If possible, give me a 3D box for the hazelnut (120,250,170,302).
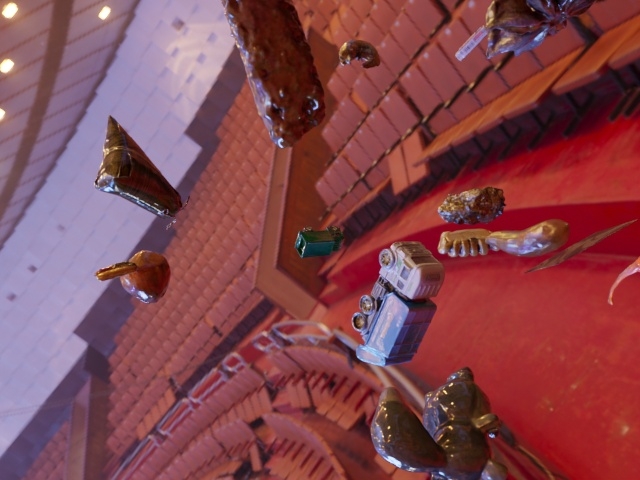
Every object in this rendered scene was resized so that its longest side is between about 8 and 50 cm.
[{"bbox_3d":[-0.595,0.125,2.092,0.182,0.182,0.182,-53,3,5],"label":"hazelnut"}]

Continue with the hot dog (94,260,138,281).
[{"bbox_3d":[-0.399,0.058,1.183,0.083,0.037,0.021,-19,-56,-27],"label":"hot dog"}]

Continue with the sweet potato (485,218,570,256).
[{"bbox_3d":[0.602,0.002,1.776,0.292,0.097,0.097,-17,33,56],"label":"sweet potato"}]

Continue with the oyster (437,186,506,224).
[{"bbox_3d":[0.383,-0.083,1.531,0.056,0.177,0.105,-100,16,-55],"label":"oyster"}]

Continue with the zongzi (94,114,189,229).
[{"bbox_3d":[-0.460,-0.188,1.591,0.111,0.248,0.241,-27,52,27],"label":"zongzi"}]

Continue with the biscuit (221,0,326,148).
[{"bbox_3d":[-0.117,-0.458,1.448,0.166,0.395,0.342,-22,30,-3],"label":"biscuit"}]

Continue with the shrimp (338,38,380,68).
[{"bbox_3d":[0.124,-0.587,1.906,0.187,0.132,0.051,-53,-18,-44],"label":"shrimp"}]

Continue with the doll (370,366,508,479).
[{"bbox_3d":[0.333,0.486,1.679,0.252,0.378,0.382,-47,20,21],"label":"doll"}]

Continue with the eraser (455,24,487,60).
[{"bbox_3d":[0.484,-0.631,1.932,0.122,0.029,0.052,-44,10,28],"label":"eraser"}]

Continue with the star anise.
[{"bbox_3d":[0.500,-0.533,1.355,0.332,0.117,0.332,-26,-19,-10],"label":"star anise"}]

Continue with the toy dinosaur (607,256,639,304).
[{"bbox_3d":[0.814,0.064,1.499,0.279,0.055,0.101,-59,22,22],"label":"toy dinosaur"}]

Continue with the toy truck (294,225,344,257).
[{"bbox_3d":[0.000,0.000,1.804,0.079,0.147,0.065,55,139,41],"label":"toy truck"}]

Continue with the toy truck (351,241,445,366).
[{"bbox_3d":[0.217,0.188,1.707,0.146,0.175,0.367,-2,-59,-39],"label":"toy truck"}]

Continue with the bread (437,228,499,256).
[{"bbox_3d":[0.540,0.012,2.223,0.134,0.225,0.081,-91,-5,-67],"label":"bread"}]

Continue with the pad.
[{"bbox_3d":[0.839,0.021,1.968,0.330,0.004,0.220,-26,-5,-15],"label":"pad"}]
